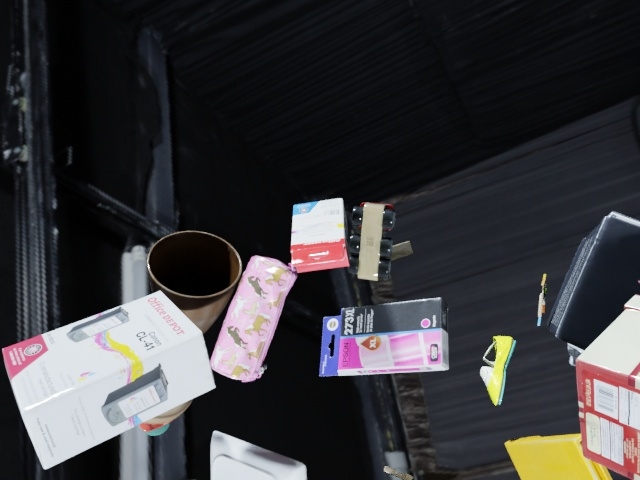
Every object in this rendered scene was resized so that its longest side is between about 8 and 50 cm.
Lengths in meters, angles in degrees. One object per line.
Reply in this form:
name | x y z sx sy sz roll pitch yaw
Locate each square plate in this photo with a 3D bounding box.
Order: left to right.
square plate | -0.183 0.716 1.537 0.049 0.344 0.347 -2 -86 -52

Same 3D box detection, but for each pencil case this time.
pencil case | -0.200 0.234 1.784 0.167 0.160 0.386 22 -100 -15

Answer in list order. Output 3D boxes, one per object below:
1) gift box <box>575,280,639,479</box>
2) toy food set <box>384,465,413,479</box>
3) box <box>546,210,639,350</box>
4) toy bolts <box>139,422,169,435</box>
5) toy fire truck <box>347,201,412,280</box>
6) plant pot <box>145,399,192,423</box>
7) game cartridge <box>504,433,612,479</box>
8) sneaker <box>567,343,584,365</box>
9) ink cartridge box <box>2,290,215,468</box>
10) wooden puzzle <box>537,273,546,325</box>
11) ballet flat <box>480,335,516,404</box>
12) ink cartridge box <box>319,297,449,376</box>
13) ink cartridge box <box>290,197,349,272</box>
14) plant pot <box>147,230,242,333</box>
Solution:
gift box | 0.583 0.238 0.979 0.258 0.276 0.255 -28 -59 -31
toy food set | 0.216 0.729 1.604 0.132 0.038 0.192 32 -130 -24
box | 0.806 0.177 1.323 0.297 0.480 0.472 -68 -20 4
toy bolts | -0.475 0.443 1.685 0.228 0.218 0.158 68 154 19
toy fire truck | 0.188 -0.004 1.734 0.246 0.159 0.217 -25 -60 -74
plant pot | -0.413 0.336 1.494 0.237 0.110 0.237 27 -143 -23
game cartridge | 0.628 0.635 1.474 0.285 0.053 0.323 66 161 13
sneaker | 0.880 0.380 1.779 0.365 0.210 0.137 -83 -25 -44
ink cartridge box | -0.381 0.232 1.053 0.226 0.306 0.131 27 133 50
wooden puzzle | 0.569 0.152 1.488 0.078 0.014 0.116 -43 -46 -53
ballet flat | 0.507 0.371 1.691 0.077 0.077 0.231 85 -153 -46
ink cartridge box | 0.153 0.260 1.541 0.069 0.371 0.175 39 -132 -49
ink cartridge box | 0.000 0.000 1.460 0.231 0.134 0.078 -89 -11 -48
plant pot | -0.315 0.134 1.420 0.215 0.215 0.230 -86 11 -49
